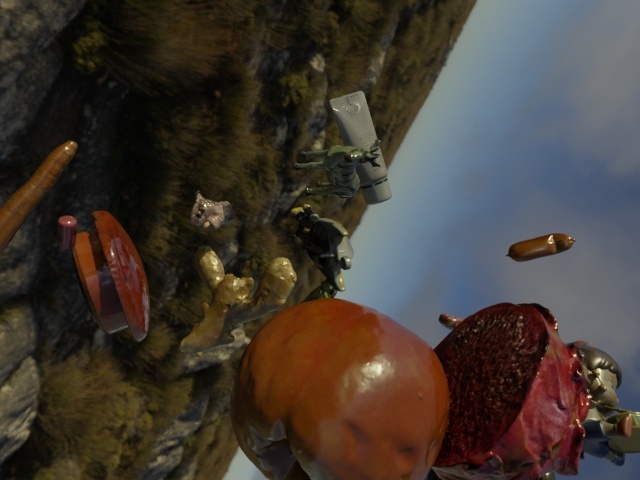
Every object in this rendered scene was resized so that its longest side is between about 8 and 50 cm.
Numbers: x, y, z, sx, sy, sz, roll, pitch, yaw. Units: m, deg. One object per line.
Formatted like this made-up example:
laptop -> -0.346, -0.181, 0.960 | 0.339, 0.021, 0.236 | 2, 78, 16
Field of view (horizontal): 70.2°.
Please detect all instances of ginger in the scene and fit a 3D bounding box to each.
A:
ginger -> -0.265, 0.206, 1.437 | 0.122, 0.362, 0.349 | 44, 55, -77

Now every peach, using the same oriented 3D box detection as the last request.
peach -> 0.032, 0.248, 0.737 | 0.301, 0.342, 0.343 | -43, 166, -38

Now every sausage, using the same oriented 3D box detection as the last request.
sausage -> 0.612, 0.019, 1.276 | 0.054, 0.183, 0.062 | 31, 43, -72

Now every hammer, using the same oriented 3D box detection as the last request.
hammer -> -0.577, -0.019, 1.037 | 0.083, 0.043, 0.043 | -64, 176, 37

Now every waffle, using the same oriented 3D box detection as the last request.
waffle -> -0.063, 0.226, 1.128 | 0.297, 0.073, 0.317 | -49, -178, 38

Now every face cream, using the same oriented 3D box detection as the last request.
face cream -> 0.124, -0.258, 1.291 | 0.143, 0.315, 0.089 | -29, -163, -36

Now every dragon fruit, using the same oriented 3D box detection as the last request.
dragon fruit -> 0.353, 0.321, 0.881 | 0.371, 0.249, 0.386 | -48, -171, 30

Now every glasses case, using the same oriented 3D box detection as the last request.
glasses case -> 0.475, 0.283, 1.498 | 0.073, 0.194, 0.049 | 23, -83, 63

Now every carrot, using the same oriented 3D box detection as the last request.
carrot -> -0.483, -0.067, 0.748 | 0.248, 0.043, 0.043 | -57, 176, -12

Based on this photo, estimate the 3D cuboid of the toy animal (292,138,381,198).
toy animal -> 0.043, -0.139, 0.922 | 0.217, 0.175, 0.074 | 61, 39, -65

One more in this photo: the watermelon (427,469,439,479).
watermelon -> 0.403, 0.642, 1.279 | 0.189, 0.330, 0.331 | 39, -75, 49

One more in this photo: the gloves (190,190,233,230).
gloves -> -0.344, -0.084, 1.426 | 0.144, 0.094, 0.111 | 21, 75, -47

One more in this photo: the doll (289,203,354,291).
doll -> 0.001, 0.004, 1.139 | 0.316, 0.103, 0.146 | 38, -73, 55

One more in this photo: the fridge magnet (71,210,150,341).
fridge magnet -> -0.547, 0.099, 1.207 | 0.155, 0.364, 0.364 | -19, 157, -23

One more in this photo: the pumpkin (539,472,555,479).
pumpkin -> 0.559, 0.601, 1.123 | 0.028, 0.050, 0.083 | 11, -99, 58

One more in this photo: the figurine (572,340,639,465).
figurine -> 0.594, 0.327, 0.989 | 0.276, 0.158, 0.161 | -84, 164, -49

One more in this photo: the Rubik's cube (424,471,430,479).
Rubik's cube -> 0.152, 0.488, 1.121 | 0.255, 0.254, 0.254 | -62, 177, -5
